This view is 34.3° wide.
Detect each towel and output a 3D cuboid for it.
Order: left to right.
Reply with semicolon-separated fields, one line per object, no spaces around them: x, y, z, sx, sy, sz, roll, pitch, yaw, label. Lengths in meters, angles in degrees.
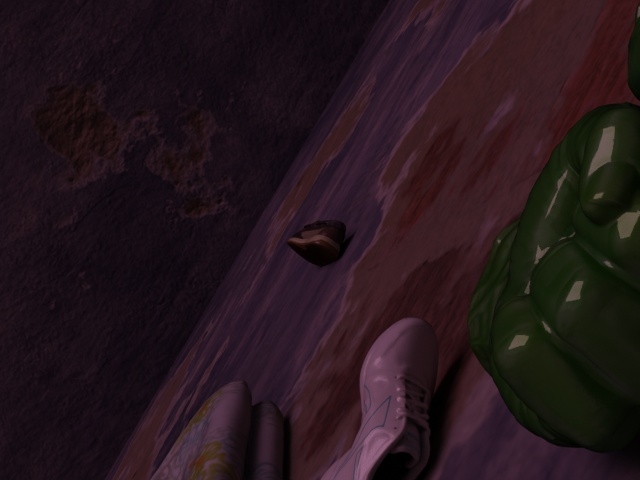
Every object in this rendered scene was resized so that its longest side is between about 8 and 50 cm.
-0.148;0.313;0.920;0.320;0.090;0.374;-57;8;10;towel

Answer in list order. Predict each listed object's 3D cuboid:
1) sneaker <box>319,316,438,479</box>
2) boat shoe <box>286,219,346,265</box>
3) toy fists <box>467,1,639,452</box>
0.049;0.115;0.640;0.061;0.054;0.152;-28;36;57;sneaker
0.000;0.000;1.372;0.049;0.056;0.152;-54;16;-12;boat shoe
0.154;-0.044;0.423;0.279;0.096;0.142;-57;9;-7;toy fists
